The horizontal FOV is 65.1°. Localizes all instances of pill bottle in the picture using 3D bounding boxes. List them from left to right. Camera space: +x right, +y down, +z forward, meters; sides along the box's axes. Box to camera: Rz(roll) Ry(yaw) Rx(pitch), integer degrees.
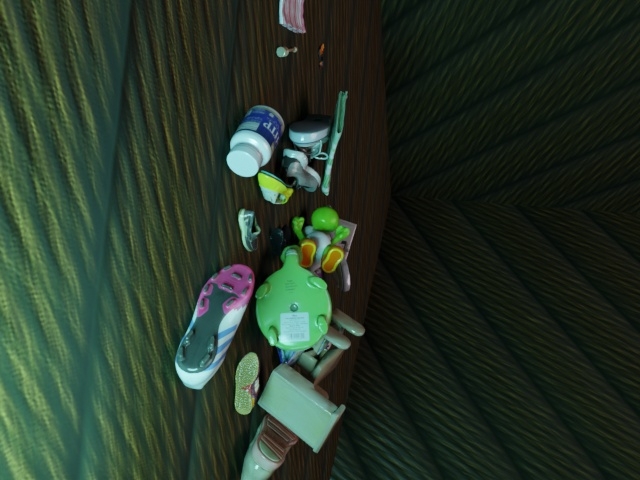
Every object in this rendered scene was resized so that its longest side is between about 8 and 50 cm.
[{"bbox_3d":[-0.173,-0.258,1.315,0.112,0.112,0.187,79,23,-47],"label":"pill bottle"}]

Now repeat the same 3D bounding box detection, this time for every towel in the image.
[{"bbox_3d":[-0.087,-0.751,1.601,0.197,0.029,0.144,-38,131,-69],"label":"towel"},{"bbox_3d":[0.050,-0.356,1.863,0.325,0.038,0.248,106,-7,-53],"label":"towel"}]

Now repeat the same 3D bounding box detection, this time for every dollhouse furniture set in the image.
[{"bbox_3d":[0.010,0.507,1.777,0.394,0.256,0.362,-23,142,-60],"label":"dollhouse furniture set"}]

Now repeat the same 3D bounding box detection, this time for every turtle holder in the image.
[{"bbox_3d":[-0.099,0.194,1.610,0.320,0.243,0.227,57,-7,9],"label":"turtle holder"}]

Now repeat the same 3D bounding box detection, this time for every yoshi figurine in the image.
[{"bbox_3d":[0.001,-0.027,1.868,0.362,0.203,0.204,-97,161,-71],"label":"yoshi figurine"}]

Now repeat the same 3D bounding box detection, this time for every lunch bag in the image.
[{"bbox_3d":[-0.103,0.382,1.833,0.129,0.096,0.151,51,49,-69],"label":"lunch bag"}]

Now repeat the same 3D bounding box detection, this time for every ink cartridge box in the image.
[{"bbox_3d":[0.077,0.031,2.238,0.160,0.092,0.219,124,-17,-79],"label":"ink cartridge box"}]

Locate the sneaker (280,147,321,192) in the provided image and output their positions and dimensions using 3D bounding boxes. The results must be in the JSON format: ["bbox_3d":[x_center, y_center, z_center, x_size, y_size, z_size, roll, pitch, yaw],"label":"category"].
[{"bbox_3d":[-0.078,-0.222,1.737,0.108,0.100,0.271,-67,158,-9],"label":"sneaker"}]

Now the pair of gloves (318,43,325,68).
[{"bbox_3d":[0.006,-0.729,1.986,0.074,0.010,0.083,-69,160,-44],"label":"pair of gloves"}]

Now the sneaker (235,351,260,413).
[{"bbox_3d":[-0.217,0.421,1.511,0.084,0.069,0.186,-22,123,-83],"label":"sneaker"}]

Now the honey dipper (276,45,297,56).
[{"bbox_3d":[-0.104,-0.607,1.603,0.161,0.030,0.030,-63,154,-64],"label":"honey dipper"}]

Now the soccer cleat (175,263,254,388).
[{"bbox_3d":[-0.258,0.204,1.221,0.143,0.116,0.331,103,8,-48],"label":"soccer cleat"}]

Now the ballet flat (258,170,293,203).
[{"bbox_3d":[-0.141,-0.155,1.556,0.077,0.077,0.231,-67,167,2],"label":"ballet flat"}]

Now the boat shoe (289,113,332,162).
[{"bbox_3d":[-0.034,-0.349,1.791,0.367,0.135,0.156,-73,167,-67],"label":"boat shoe"}]

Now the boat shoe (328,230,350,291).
[{"bbox_3d":[0.041,0.074,2.076,0.109,0.094,0.302,116,-42,-66],"label":"boat shoe"}]

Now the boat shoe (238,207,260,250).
[{"bbox_3d":[-0.196,-0.025,1.429,0.152,0.049,0.056,80,21,-46],"label":"boat shoe"}]

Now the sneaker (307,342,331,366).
[{"bbox_3d":[-0.002,0.458,2.261,0.121,0.079,0.217,83,21,-44],"label":"sneaker"}]

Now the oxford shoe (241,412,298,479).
[{"bbox_3d":[-0.182,0.695,1.682,0.146,0.140,0.397,-53,170,3],"label":"oxford shoe"}]

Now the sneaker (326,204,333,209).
[{"bbox_3d":[0.022,-0.087,2.215,0.188,0.066,0.071,-71,144,-55],"label":"sneaker"}]

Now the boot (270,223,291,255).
[{"bbox_3d":[-0.130,-0.018,1.688,0.099,0.045,0.121,-64,162,-46],"label":"boot"}]

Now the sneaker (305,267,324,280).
[{"bbox_3d":[-0.039,0.142,2.017,0.282,0.102,0.161,75,15,-62],"label":"sneaker"}]
